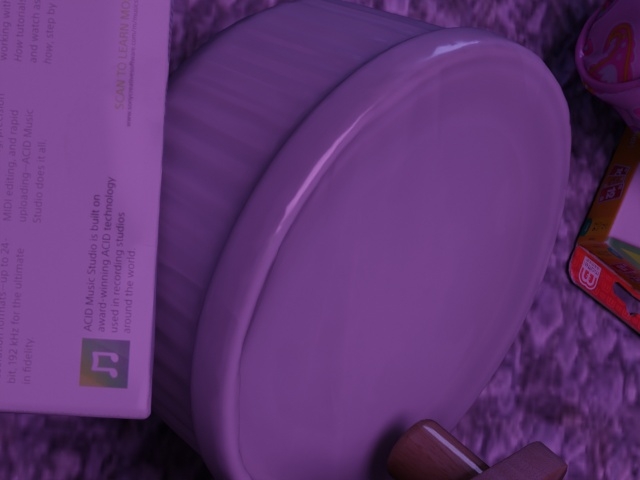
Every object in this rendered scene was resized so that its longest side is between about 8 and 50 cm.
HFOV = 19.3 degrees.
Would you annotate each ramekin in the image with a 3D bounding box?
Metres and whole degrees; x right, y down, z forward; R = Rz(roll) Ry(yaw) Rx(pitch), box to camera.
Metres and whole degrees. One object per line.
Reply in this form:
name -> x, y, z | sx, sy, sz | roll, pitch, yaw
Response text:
ramekin -> 0.000, 0.000, 0.971 | 0.273, 0.127, 0.273 | -35, 141, -36

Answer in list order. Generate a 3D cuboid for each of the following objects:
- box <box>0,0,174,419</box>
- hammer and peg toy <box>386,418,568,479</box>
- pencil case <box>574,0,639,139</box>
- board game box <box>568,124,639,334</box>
box -> -0.228, -0.045, 0.827 | 0.322, 0.058, 0.232 | 4, 85, -9
hammer and peg toy -> -0.018, 0.268, 0.959 | 0.266, 0.127, 0.361 | -21, 144, -50
pencil case -> 0.292, -0.072, 1.208 | 0.284, 0.124, 0.124 | 33, 70, -30
board game box -> 0.259, -0.056, 1.272 | 0.124, 0.039, 0.259 | 36, 71, -28
